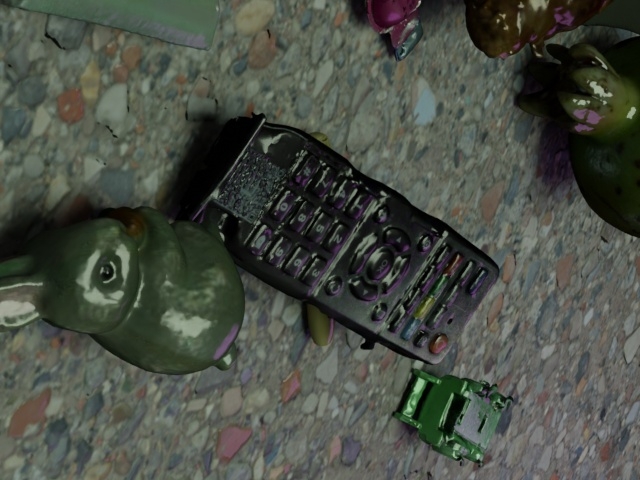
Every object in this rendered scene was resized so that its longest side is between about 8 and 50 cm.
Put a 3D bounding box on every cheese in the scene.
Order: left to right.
[{"bbox_3d":[0.072,-0.223,1.528,0.095,0.038,0.145,-53,151,-21],"label":"cheese"}]

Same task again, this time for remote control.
[{"bbox_3d":[0.019,0.006,1.501,0.144,0.062,0.399,-55,139,3],"label":"remote control"}]

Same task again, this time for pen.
[{"bbox_3d":[0.000,0.000,1.555,0.040,0.032,0.233,-53,149,-49],"label":"pen"}]

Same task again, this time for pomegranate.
[{"bbox_3d":[0.365,-0.147,1.882,0.306,0.242,0.242,43,68,-23],"label":"pomegranate"}]

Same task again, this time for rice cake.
[{"bbox_3d":[-0.143,-0.191,1.214,0.222,0.042,0.080,3,106,-56],"label":"rice cake"}]

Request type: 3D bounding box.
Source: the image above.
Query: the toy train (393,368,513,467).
[{"bbox_3d":[0.151,0.196,1.860,0.099,0.081,0.149,-67,154,-5],"label":"toy train"}]

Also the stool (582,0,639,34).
[{"bbox_3d":[0.406,-0.373,1.826,0.244,0.170,0.269,-26,129,-47],"label":"stool"}]

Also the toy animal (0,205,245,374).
[{"bbox_3d":[-0.163,0.034,1.239,0.251,0.127,0.125,7,105,-54],"label":"toy animal"}]

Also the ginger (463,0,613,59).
[{"bbox_3d":[0.219,-0.340,1.575,0.274,0.152,0.357,11,97,-58],"label":"ginger"}]
